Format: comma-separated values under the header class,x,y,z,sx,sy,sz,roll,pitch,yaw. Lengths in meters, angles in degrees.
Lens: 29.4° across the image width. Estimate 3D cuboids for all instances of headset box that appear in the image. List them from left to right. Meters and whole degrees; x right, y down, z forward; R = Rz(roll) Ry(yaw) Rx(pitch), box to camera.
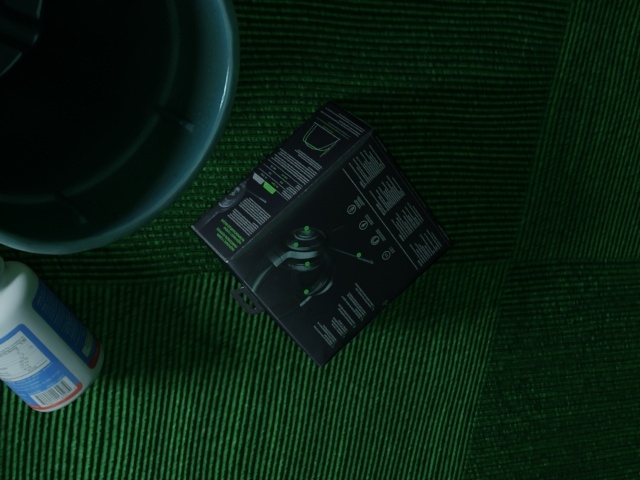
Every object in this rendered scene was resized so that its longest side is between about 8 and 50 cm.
class,x,y,z,sx,sy,sz,roll,pitch,yaw
headset box,0.000,0.000,1.686,0.283,0.131,0.246,-44,126,-5

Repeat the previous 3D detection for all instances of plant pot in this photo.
class,x,y,z,sx,sy,sz,roll,pitch,yaw
plant pot,-0.319,-0.207,1.259,0.341,0.334,0.341,-23,128,-33

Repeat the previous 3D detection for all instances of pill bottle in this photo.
class,x,y,z,sx,sy,sz,roll,pitch,yaw
pill bottle,-0.381,0.103,1.525,0.124,0.124,0.221,-40,125,-7
